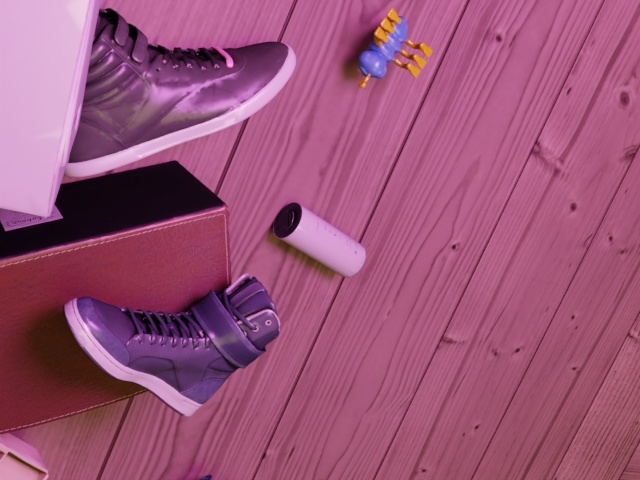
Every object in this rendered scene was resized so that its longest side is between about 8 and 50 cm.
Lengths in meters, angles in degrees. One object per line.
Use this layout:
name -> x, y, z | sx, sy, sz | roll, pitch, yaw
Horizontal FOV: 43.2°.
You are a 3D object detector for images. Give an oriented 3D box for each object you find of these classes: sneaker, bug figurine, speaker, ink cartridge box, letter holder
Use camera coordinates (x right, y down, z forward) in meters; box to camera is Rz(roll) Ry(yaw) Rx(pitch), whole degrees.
sneaker -> -0.165, -0.189, 0.870 | 0.296, 0.104, 0.146 | -26, 129, -15
bug figurine -> 0.048, -0.331, 0.965 | 0.279, 0.072, 0.216 | 41, 81, -34
speaker -> 0.000, 0.000, 1.102 | 0.136, 0.055, 0.055 | 32, 93, -39
ink cartridge box -> -0.332, -0.161, 0.667 | 0.270, 0.198, 0.197 | 12, 106, -17
letter holder -> -0.264, 0.061, 0.900 | 0.302, 0.152, 0.214 | -16, 122, -27
sneaker -> -0.140, 0.081, 0.829 | 0.163, 0.086, 0.226 | -38, 142, 4

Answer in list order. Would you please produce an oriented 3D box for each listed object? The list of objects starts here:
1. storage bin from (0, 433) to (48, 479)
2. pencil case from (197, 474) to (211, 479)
storage bin -> -0.485, 0.270, 0.872 | 0.260, 0.123, 0.262 | -46, 128, -7
pencil case -> -0.253, 0.523, 1.116 | 0.410, 0.160, 0.183 | -43, 145, -8
